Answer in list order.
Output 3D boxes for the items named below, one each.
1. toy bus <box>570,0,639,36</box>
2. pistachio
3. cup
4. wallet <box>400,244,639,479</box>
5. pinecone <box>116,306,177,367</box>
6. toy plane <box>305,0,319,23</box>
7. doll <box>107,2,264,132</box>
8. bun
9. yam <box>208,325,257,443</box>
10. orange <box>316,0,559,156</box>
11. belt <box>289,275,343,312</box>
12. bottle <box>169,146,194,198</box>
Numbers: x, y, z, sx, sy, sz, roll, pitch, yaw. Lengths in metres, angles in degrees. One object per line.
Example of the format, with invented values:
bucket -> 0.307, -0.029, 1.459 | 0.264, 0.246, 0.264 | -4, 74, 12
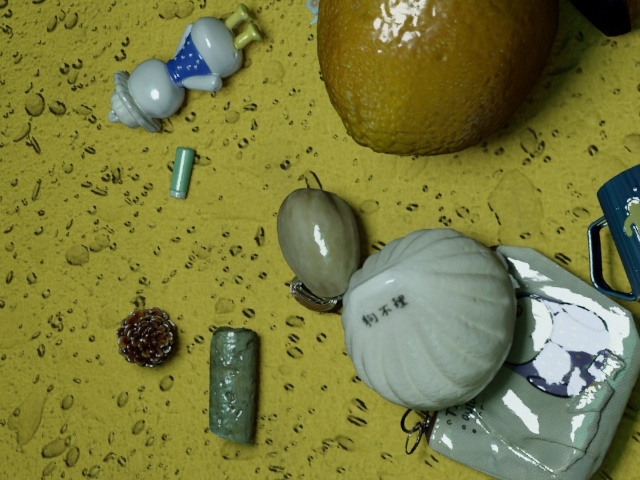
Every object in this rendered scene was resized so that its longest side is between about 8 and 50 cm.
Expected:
toy bus -> 0.334, -0.473, 1.391 | 0.162, 0.171, 0.386 | -39, 71, 6
pistachio -> 0.000, 0.000, 1.523 | 0.126, 0.108, 0.185 | -31, 67, 12
cup -> 0.422, -0.006, 1.333 | 0.176, 0.131, 0.155 | -30, 69, 31
wallet -> 0.282, 0.187, 1.406 | 0.274, 0.068, 0.335 | 22, 94, 27
pinecone -> -0.272, 0.155, 1.648 | 0.109, 0.102, 0.102 | -1, 84, 54
toy plane -> 0.039, -0.294, 1.559 | 0.078, 0.053, 0.197 | -38, 81, 14
doll -> -0.224, -0.271, 1.658 | 0.293, 0.119, 0.138 | -32, 65, 13
bun -> 0.119, 0.092, 1.395 | 0.263, 0.175, 0.263 | -19, 60, 36
yam -> -0.136, 0.222, 1.593 | 0.078, 0.078, 0.179 | 2, 90, 25
orange -> 0.148, -0.283, 1.369 | 0.322, 0.322, 0.357 | 33, 113, 23
belt -> -0.005, 0.077, 1.564 | 0.083, 0.036, 0.059 | 26, 96, 23
bottle -> -0.228, -0.111, 1.685 | 0.030, 0.030, 0.083 | 11, 91, 25
